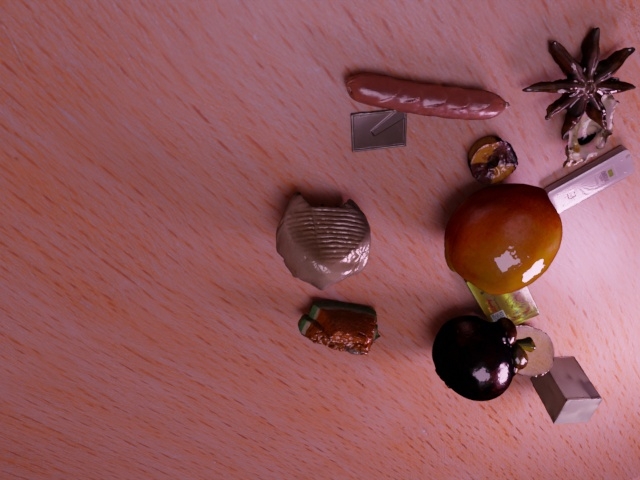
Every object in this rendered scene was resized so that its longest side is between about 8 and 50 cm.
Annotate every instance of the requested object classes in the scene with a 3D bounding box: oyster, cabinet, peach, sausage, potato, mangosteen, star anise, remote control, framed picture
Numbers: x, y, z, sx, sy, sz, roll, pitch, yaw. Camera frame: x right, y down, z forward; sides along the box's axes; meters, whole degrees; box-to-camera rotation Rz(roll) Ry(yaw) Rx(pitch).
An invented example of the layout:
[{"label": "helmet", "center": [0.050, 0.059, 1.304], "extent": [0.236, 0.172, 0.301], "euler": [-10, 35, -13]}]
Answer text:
[{"label": "oyster", "center": [0.729, -0.307, 1.393], "extent": [0.133, 0.072, 0.208], "euler": [-7, 107, 5]}, {"label": "cabinet", "center": [0.943, 0.577, 1.984], "extent": [0.145, 0.206, 0.150], "euler": [-1, 126, -8]}, {"label": "peach", "center": [0.515, -0.011, 1.446], "extent": [0.308, 0.307, 0.332], "euler": [33, 106, -27]}, {"label": "sausage", "center": [0.268, -0.354, 1.280], "extent": [0.434, 0.087, 0.087], "euler": [5, 125, -11]}, {"label": "potato", "center": [0.740, 0.405, 1.887], "extent": [0.202, 0.182, 0.117], "euler": [6, 168, -4]}, {"label": "mangosteen", "center": [0.531, 0.382, 1.726], "extent": [0.297, 0.296, 0.313], "euler": [23, 126, -23]}, {"label": "star anise", "center": [0.657, -0.388, 1.294], "extent": [0.289, 0.088, 0.288], "euler": [-2, 109, -5]}, {"label": "remote control", "center": [0.793, -0.176, 1.513], "extent": [0.250, 0.034, 0.103], "euler": [-32, 124, 16]}, {"label": "framed picture", "center": [0.155, -0.291, 1.353], "extent": [0.149, 0.011, 0.109], "euler": [-7, 127, -3]}]

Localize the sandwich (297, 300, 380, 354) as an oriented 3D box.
[{"label": "sandwich", "center": [0.075, 0.282, 1.659], "extent": [0.292, 0.212, 0.109], "euler": [16, 108, -3]}]

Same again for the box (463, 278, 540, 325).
[{"label": "box", "center": [0.622, 0.188, 1.753], "extent": [0.173, 0.043, 0.311], "euler": [-30, 124, 14]}]

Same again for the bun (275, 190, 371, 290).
[{"label": "bun", "center": [0.004, 0.014, 1.429], "extent": [0.282, 0.281, 0.204], "euler": [4, 151, -11]}]

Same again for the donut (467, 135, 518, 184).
[{"label": "donut", "center": [0.473, -0.223, 1.418], "extent": [0.141, 0.059, 0.140], "euler": [-4, 127, -6]}]
